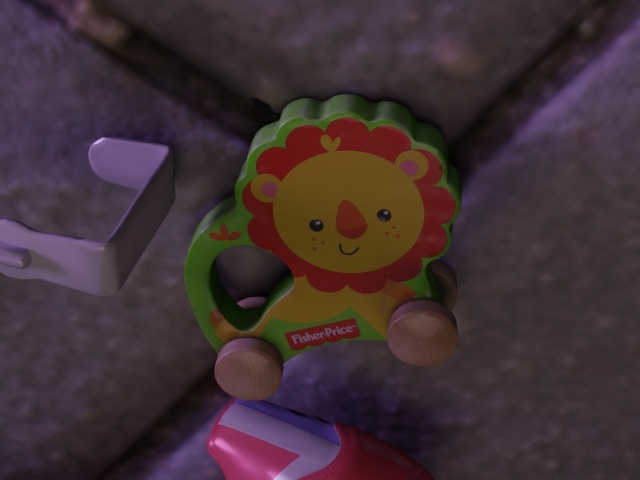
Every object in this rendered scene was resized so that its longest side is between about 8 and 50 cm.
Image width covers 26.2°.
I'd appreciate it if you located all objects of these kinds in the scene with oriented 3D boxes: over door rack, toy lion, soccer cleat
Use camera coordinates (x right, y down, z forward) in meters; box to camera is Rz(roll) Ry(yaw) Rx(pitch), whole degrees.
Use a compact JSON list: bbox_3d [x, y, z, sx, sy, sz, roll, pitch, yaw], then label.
[{"bbox_3d":[-0.209,0.076,0.479,0.324,0.108,0.240,3,130,1],"label":"over door rack"},{"bbox_3d":[0.000,0.000,0.451,0.100,0.034,0.096,-14,120,16],"label":"toy lion"},{"bbox_3d":[-0.012,0.160,0.562,0.095,0.083,0.248,31,137,18],"label":"soccer cleat"}]
